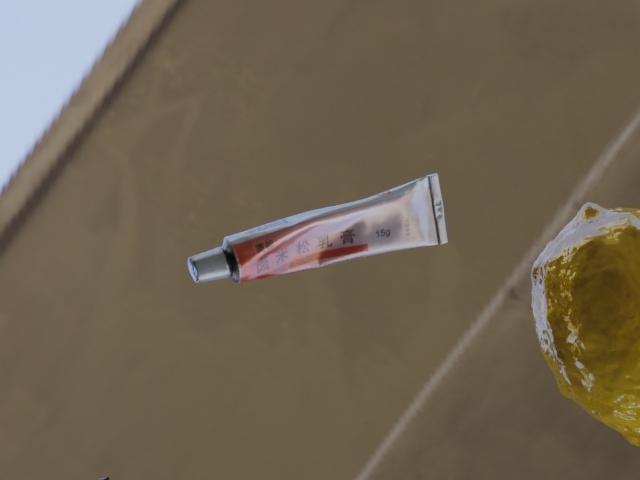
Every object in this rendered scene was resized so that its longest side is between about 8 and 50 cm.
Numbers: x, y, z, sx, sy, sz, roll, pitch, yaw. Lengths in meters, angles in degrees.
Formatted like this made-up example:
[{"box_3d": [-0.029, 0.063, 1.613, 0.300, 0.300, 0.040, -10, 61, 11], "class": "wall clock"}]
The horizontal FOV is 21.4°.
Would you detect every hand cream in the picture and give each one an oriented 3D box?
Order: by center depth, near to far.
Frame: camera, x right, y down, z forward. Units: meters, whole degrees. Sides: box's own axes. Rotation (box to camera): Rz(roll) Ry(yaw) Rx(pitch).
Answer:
[{"box_3d": [0.000, 0.000, 1.361, 0.216, 0.052, 0.038, -14, -133, -13], "class": "hand cream"}]

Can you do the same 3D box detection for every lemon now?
[{"box_3d": [0.183, 0.050, 0.989, 0.114, 0.114, 0.155, -23, -88, 18], "class": "lemon"}]

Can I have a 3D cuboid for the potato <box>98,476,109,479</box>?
[{"box_3d": [-0.177, 0.281, 1.508, 0.243, 0.098, 0.138, 18, -92, 22], "class": "potato"}]
